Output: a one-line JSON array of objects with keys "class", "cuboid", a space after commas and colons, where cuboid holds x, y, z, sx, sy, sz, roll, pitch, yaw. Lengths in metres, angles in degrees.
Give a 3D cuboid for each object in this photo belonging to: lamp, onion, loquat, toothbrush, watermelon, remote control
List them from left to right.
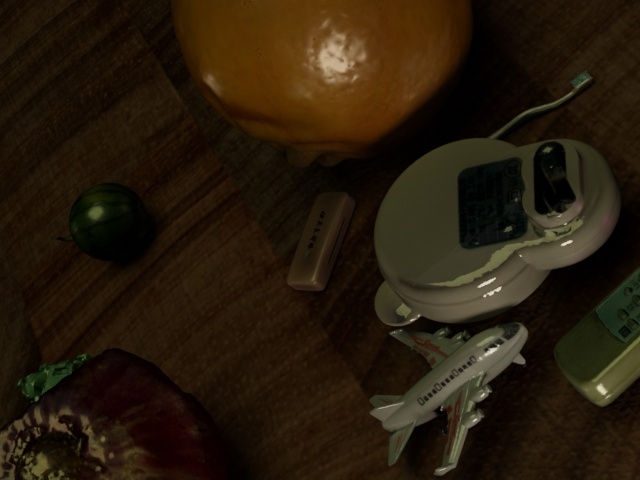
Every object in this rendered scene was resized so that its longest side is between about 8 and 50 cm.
[{"class": "watermelon", "cuboid": [-0.266, -0.021, 1.502, 0.109, 0.109, 0.109, -23, 48, 28]}, {"class": "onion", "cuboid": [-0.200, 0.256, 1.160, 0.230, 0.272, 0.256, 45, 101, 23]}, {"class": "loquat", "cuboid": [0.001, -0.239, 1.255, 0.328, 0.328, 0.329, -23, 48, 28]}, {"class": "lamp", "cuboid": [0.161, -0.011, 1.109, 0.246, 0.108, 0.180, -17, 55, 30]}, {"class": "toothbrush", "cuboid": [0.205, -0.120, 1.220, 0.162, 0.014, 0.017, -35, 58, 17]}, {"class": "remote control", "cuboid": [0.292, 0.038, 0.992, 0.233, 0.038, 0.098, -43, 17, 7]}]

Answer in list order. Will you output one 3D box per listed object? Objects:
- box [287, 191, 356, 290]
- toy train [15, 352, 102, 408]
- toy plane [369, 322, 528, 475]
[{"class": "box", "cuboid": [0.000, 0.000, 1.304, 0.048, 0.025, 0.115, 2, 63, 40]}, {"class": "toy train", "cuboid": [-0.293, 0.191, 1.389, 0.099, 0.081, 0.149, -16, 57, 32]}, {"class": "toy plane", "cuboid": [0.117, 0.127, 1.079, 0.171, 0.065, 0.162, -33, 44, 16]}]
